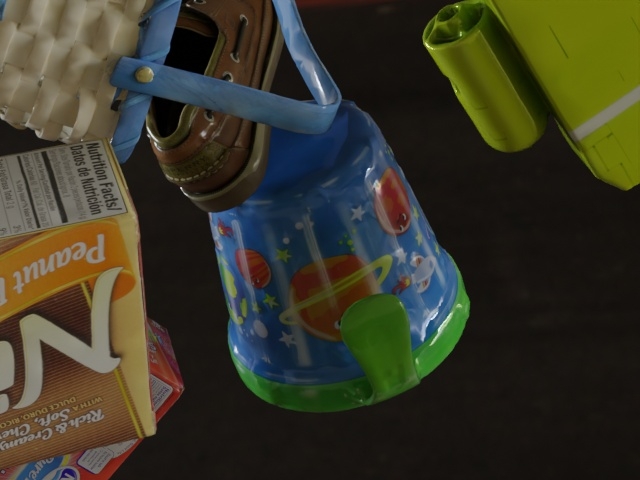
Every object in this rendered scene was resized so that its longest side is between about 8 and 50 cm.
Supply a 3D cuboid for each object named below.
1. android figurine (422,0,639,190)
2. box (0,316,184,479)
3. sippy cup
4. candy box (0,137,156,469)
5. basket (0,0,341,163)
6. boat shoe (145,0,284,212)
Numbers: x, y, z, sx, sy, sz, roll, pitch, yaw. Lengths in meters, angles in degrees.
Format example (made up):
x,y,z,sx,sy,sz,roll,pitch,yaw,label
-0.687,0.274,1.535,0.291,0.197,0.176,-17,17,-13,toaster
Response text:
x,y,z,sx,sy,sz,roll,pitch,yaw,label
0.186,-0.140,1.053,0.248,0.273,0.056,-36,34,5,android figurine
-0.256,0.168,1.699,0.257,0.128,0.123,-50,26,12,box
0.000,0.000,1.724,0.305,0.224,0.240,13,45,37,sippy cup
-0.263,0.060,1.106,0.316,0.183,0.087,-12,43,-13,candy box
-0.141,-0.175,1.367,0.289,0.201,0.255,8,29,-19,basket
-0.100,-0.174,1.646,0.110,0.104,0.307,-25,47,21,boat shoe
